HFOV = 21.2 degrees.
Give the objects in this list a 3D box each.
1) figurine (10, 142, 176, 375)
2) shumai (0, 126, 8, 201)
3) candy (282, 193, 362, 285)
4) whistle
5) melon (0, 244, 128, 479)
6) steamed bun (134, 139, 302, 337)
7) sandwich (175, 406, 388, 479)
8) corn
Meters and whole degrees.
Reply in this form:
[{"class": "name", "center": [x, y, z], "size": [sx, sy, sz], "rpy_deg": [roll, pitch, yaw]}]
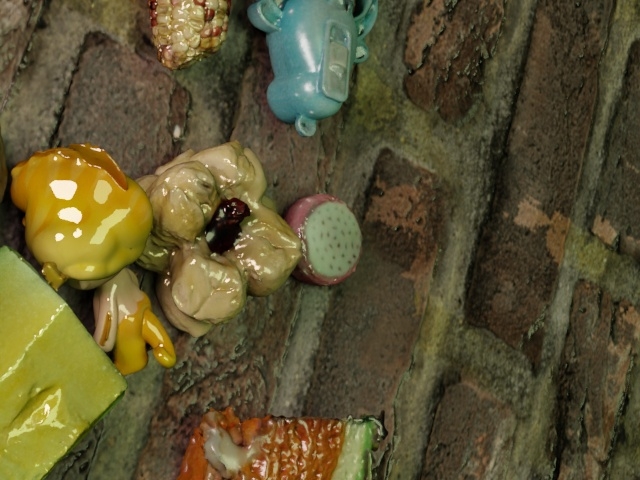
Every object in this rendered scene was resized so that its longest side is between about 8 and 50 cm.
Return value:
[{"class": "figurine", "center": [-0.211, 0.014, 1.636], "size": [0.156, 0.131, 0.246], "rpy_deg": [-71, 148, -51]}, {"class": "shumai", "center": [-0.340, -0.066, 1.498], "size": [0.201, 0.120, 0.201], "rpy_deg": [-9, 103, -43]}, {"class": "candy", "center": [0.000, 0.000, 1.884], "size": [0.103, 0.043, 0.103], "rpy_deg": [3, 85, -41]}, {"class": "whistle", "center": [-0.005, -0.244, 1.870], "size": [0.186, 0.093, 0.274], "rpy_deg": [18, 71, -41]}, {"class": "melon", "center": [-0.313, 0.181, 1.518], "size": [0.196, 0.124, 0.323], "rpy_deg": [52, 59, -25]}, {"class": "steamed bun", "center": [-0.097, -0.008, 1.748], "size": [0.192, 0.106, 0.177], "rpy_deg": [-34, 111, -41]}, {"class": "sandwich", "center": [-0.062, 0.284, 1.765], "size": [0.212, 0.109, 0.292], "rpy_deg": [27, 66, -32]}, {"class": "corn", "center": [-0.136, -0.317, 1.744], "size": [0.098, 0.098, 0.290], "rpy_deg": [0, 87, -44]}]
